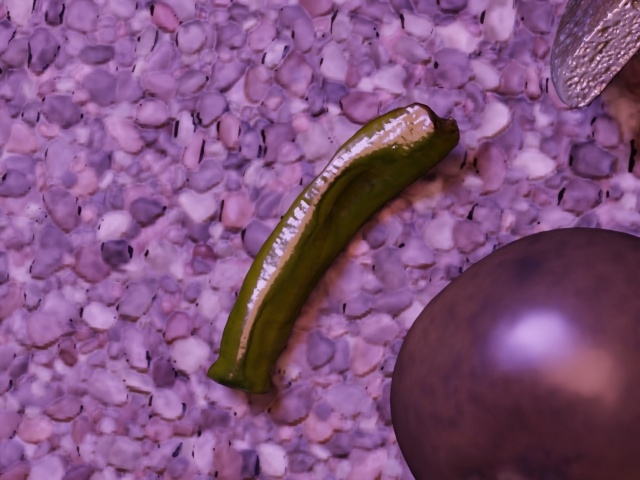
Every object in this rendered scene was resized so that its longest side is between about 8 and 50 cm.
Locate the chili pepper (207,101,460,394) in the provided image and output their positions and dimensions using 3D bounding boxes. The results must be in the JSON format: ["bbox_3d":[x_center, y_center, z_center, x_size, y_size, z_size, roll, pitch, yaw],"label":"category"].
[{"bbox_3d":[0.000,0.000,1.116,0.052,0.050,0.202,34,95,-24],"label":"chili pepper"}]

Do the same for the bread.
[{"bbox_3d":[0.184,-0.165,1.068,0.036,0.112,0.193,38,103,-16],"label":"bread"}]

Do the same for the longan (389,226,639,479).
[{"bbox_3d":[0.128,0.077,1.018,0.187,0.167,0.167,-20,78,7],"label":"longan"}]
